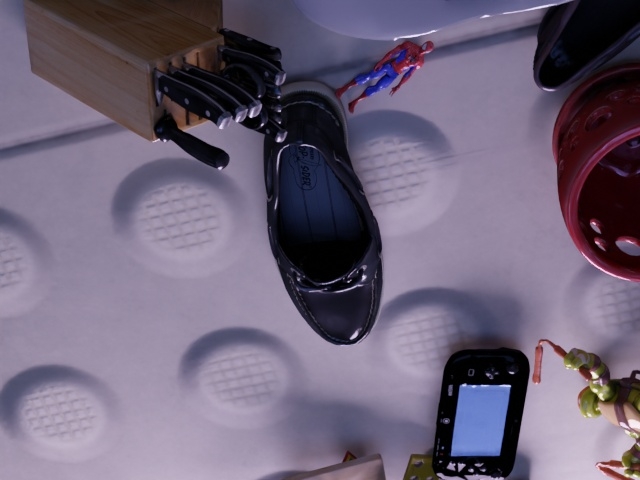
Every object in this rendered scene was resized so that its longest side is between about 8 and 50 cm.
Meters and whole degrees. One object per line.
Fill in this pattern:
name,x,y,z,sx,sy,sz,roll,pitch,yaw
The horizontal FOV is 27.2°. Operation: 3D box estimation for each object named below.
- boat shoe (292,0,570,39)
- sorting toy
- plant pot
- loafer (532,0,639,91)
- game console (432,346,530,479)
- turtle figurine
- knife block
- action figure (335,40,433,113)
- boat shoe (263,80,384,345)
boat shoe,0.120,-0.277,1.274,0.306,0.105,0.113,-8,130,24
sorting toy,0.028,0.329,1.701,0.274,0.046,0.132,-14,123,-5
plant pot,0.335,-0.080,1.358,0.191,0.174,0.191,1,124,2
loafer,0.306,-0.247,1.250,0.109,0.095,0.302,38,134,-3
game console,0.176,0.286,1.658,0.213,0.044,0.361,-4,121,-12
turtle figurine,0.384,0.211,1.565,0.087,0.217,0.269,-45,119,-23
knife block,-0.168,-0.155,1.280,0.275,0.242,0.088,2,122,1
action figure,0.071,-0.176,1.390,0.115,0.030,0.038,-34,112,19
boat shoe,0.004,-0.001,1.454,0.127,0.113,0.340,-3,123,3
